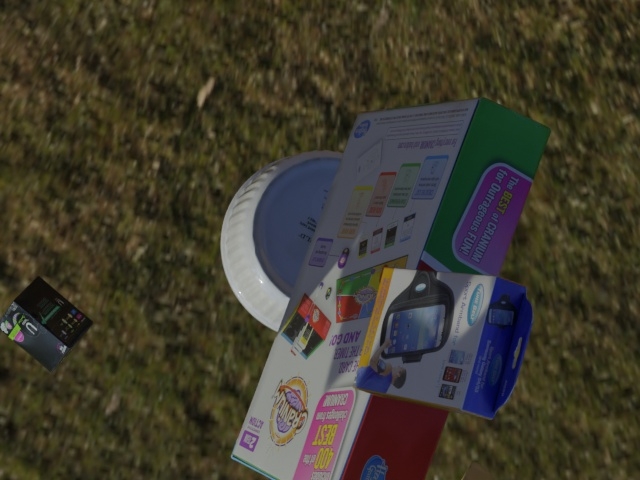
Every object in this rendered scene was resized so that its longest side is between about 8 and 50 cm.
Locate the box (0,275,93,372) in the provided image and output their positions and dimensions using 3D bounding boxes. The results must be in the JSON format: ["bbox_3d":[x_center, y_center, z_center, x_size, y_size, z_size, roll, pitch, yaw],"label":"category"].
[{"bbox_3d":[-0.309,0.094,1.740,0.083,0.052,0.062,40,136,-2],"label":"box"}]

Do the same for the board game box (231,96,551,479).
[{"bbox_3d":[0.045,0.050,1.206,0.064,0.242,0.316,22,85,-19],"label":"board game box"}]

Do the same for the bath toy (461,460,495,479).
[{"bbox_3d":[0.236,0.262,1.004,0.348,0.151,0.129,23,154,4],"label":"bath toy"}]

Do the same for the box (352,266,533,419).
[{"bbox_3d":[0.073,0.060,0.926,0.028,0.136,0.081,19,82,-28],"label":"box"}]

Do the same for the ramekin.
[{"bbox_3d":[0.000,0.000,1.651,0.207,0.109,0.207,1,81,-8],"label":"ramekin"}]
